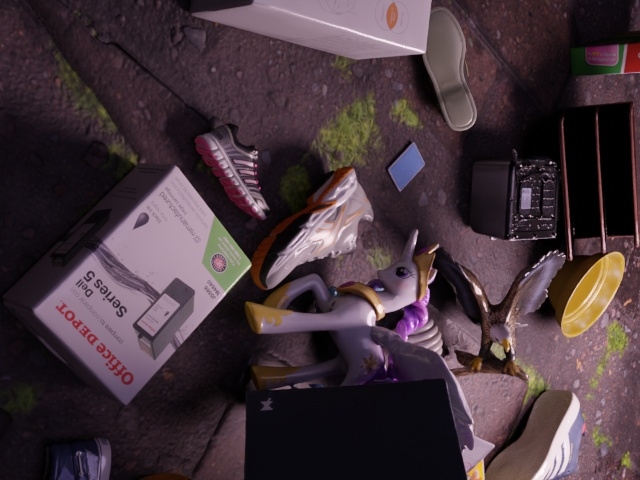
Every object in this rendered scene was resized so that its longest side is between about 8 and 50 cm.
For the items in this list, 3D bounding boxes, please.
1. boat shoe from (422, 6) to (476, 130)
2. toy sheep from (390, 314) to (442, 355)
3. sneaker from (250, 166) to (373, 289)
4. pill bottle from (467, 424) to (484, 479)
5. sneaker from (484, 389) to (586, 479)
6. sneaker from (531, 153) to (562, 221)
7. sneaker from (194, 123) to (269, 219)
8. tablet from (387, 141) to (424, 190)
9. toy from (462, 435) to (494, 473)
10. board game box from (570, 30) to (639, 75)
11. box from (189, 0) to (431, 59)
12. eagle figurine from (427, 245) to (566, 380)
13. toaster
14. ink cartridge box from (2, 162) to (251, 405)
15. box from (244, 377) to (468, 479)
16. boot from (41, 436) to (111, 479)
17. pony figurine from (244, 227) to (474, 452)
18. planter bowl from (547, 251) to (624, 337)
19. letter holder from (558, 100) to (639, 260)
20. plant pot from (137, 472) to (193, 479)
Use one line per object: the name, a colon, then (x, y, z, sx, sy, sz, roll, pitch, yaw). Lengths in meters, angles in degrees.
boat shoe: (0.233, -0.318, 1.550, 0.081, 0.069, 0.228, -14, 104, 3)
toy sheep: (0.185, 0.191, 1.561, 0.091, 0.091, 0.132, -29, 108, -34)
sneaker: (0.000, 0.000, 1.360, 0.262, 0.099, 0.121, -48, 113, -25)
pill bottle: (0.263, 0.459, 1.637, 0.117, 0.117, 0.215, -15, 105, -38)
sneaker: (0.482, 0.493, 1.816, 0.350, 0.131, 0.148, -43, 116, -28)
sneaker: (0.470, -0.103, 1.778, 0.073, 0.063, 0.162, -20, 108, -33)
sneaker: (-0.118, -0.109, 1.279, 0.075, 0.063, 0.170, -44, 116, -20)
tablet: (0.159, -0.137, 1.547, 0.083, 0.006, 0.054, -47, 122, -25)
toy: (0.192, 0.418, 1.547, 0.137, 0.056, 0.237, 25, 115, -23)
board game box: (0.745, -0.416, 1.803, 0.242, 0.316, 0.064, -23, 110, -37)
box: (-0.002, -0.417, 1.270, 0.345, 0.168, 0.215, 5, 93, -41)
eagle figurine: (0.334, 0.127, 1.584, 0.226, 0.225, 0.298, -16, 113, -27)
toaster: (0.395, -0.091, 1.684, 0.168, 0.110, 0.186, -4, 98, -41)
ink cartridge box: (-0.259, 0.056, 1.147, 0.273, 0.114, 0.198, -50, 124, -24)
box: (0.048, 0.417, 1.228, 0.293, 0.212, 0.396, -3, 128, -1)
boot: (-0.345, 0.370, 1.155, 0.086, 0.069, 0.190, 5, 84, -33)
pony figurine: (0.074, 0.189, 1.376, 0.363, 0.303, 0.351, -18, 99, -22)
planter bowl: (0.571, 0.101, 1.851, 0.217, 0.090, 0.217, -26, 134, -30)
letter holder: (0.590, -0.125, 1.763, 0.214, 0.152, 0.302, -39, 123, -65)
plant pot: (-0.199, 0.462, 1.194, 0.205, 0.188, 0.205, -5, 99, -36)
